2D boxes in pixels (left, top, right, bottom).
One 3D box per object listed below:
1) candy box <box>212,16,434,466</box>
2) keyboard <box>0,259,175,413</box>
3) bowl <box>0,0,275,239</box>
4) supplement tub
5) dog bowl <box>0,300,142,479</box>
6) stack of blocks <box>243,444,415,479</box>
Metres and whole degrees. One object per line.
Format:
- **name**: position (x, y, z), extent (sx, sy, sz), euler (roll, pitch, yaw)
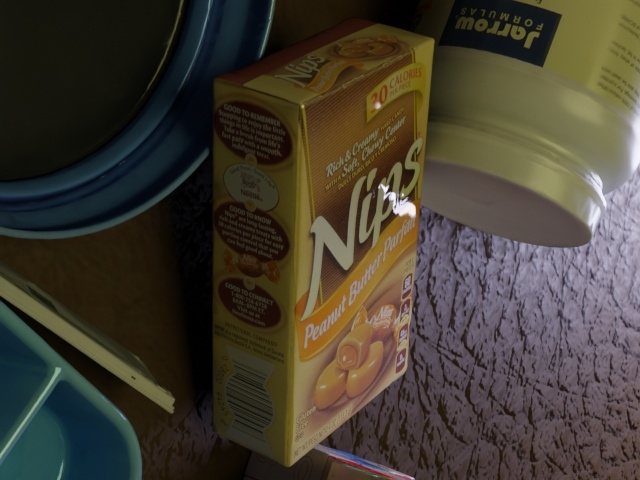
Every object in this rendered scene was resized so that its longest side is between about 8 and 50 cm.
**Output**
- **candy box**: position (0.000, 0.000, 1.080), extent (0.183, 0.087, 0.316), euler (-33, 135, -47)
- **keyboard**: position (-0.194, 0.048, 0.954), extent (0.014, 0.072, 0.256), euler (-49, 133, -3)
- **bowl**: position (-0.190, -0.199, 0.901), extent (0.391, 0.077, 0.391), euler (-13, 108, -45)
- **supplement tub**: position (0.199, -0.180, 1.205), extent (0.235, 0.235, 0.325), euler (32, 74, -46)
- **dog bowl**: position (-0.233, 0.132, 0.927), extent (0.166, 0.074, 0.297), euler (-58, 134, -22)
- **stack of blocks**: position (0.065, 0.241, 1.103), extent (0.171, 0.297, 0.087), euler (25, 82, -46)
